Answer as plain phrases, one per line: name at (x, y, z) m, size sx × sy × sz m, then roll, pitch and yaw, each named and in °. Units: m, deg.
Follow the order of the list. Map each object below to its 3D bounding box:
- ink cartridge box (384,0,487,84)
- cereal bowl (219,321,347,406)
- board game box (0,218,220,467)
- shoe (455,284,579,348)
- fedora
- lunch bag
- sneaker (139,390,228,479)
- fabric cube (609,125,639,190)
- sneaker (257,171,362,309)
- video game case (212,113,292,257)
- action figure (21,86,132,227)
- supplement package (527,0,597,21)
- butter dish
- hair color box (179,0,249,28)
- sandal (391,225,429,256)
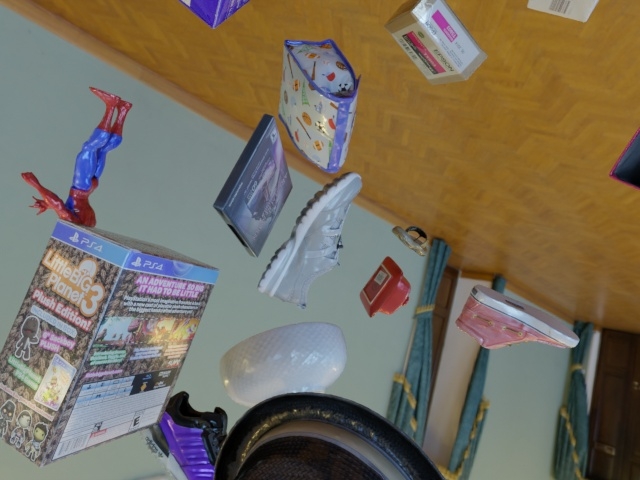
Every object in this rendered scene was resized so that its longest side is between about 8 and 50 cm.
ink cartridge box at (0.306, -0.542, 1.101) m, size 0.234 × 0.088 × 0.193 m, roll 41°, pitch -174°, yaw -20°
cereal bowl at (-0.083, 0.347, 1.045) m, size 0.338 × 0.141 × 0.339 m, roll -14°, pitch 149°, yaw -9°
board game box at (-0.321, 0.144, 0.632) m, size 0.141 × 0.291 × 0.232 m, roll 19°, pitch 174°, yaw 18°
shoe at (0.317, 0.146, 0.664) m, size 0.177 × 0.081 × 0.063 m, roll 25°, pitch -160°, yaw 7°
fedora at (-0.006, 0.343, 0.442) m, size 0.333 × 0.334 × 0.152 m, roll 12°, pitch -178°, yaw 18°
lunch bag at (0.009, -0.483, 1.470) m, size 0.238 × 0.386 × 0.328 m, roll -12°, pitch 144°, yaw -17°
sneaker at (-0.236, 0.436, 0.847) m, size 0.293 × 0.146 × 0.102 m, roll 38°, pitch 170°, yaw 13°
fabric cube at (0.735, -0.159, 0.703) m, size 0.258 × 0.254 × 0.259 m, roll 2°, pitch -151°, yaw -42°
sneaker at (0.000, 0.000, 0.764) m, size 0.115 × 0.281 × 0.105 m, roll 33°, pitch -172°, yaw -10°
video game case at (-0.121, -0.093, 0.815) m, size 0.026 × 0.196 × 0.274 m, roll 21°, pitch 163°, yaw 11°
action figure at (-0.428, -0.119, 0.680) m, size 0.139 × 0.281 × 0.091 m, roll 17°, pitch -175°, yaw -6°
supplement package at (0.599, -0.634, 0.914) m, size 0.139 × 0.244 × 0.134 m, roll 30°, pitch 155°, yaw 20°
butter dish at (0.206, 0.151, 1.180) m, size 0.118 × 0.160 × 0.160 m, roll 31°, pitch -169°, yaw -15°
hair color box at (-0.117, -0.477, 0.577) m, size 0.185 × 0.339 × 0.110 m, roll 37°, pitch 149°, yaw -9°
sandal at (0.206, -0.007, 0.889) m, size 0.072 × 0.049 × 0.180 m, roll 44°, pitch -170°, yaw 25°
